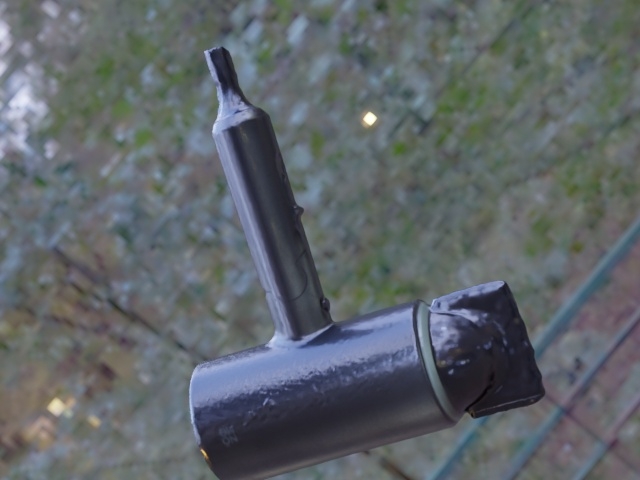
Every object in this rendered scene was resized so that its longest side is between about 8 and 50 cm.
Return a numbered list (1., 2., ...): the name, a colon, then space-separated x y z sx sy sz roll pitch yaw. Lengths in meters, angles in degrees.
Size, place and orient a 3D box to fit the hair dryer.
1. hair dryer: 0.000 0.000 0.980 0.195 0.248 0.078 -18 3 18
